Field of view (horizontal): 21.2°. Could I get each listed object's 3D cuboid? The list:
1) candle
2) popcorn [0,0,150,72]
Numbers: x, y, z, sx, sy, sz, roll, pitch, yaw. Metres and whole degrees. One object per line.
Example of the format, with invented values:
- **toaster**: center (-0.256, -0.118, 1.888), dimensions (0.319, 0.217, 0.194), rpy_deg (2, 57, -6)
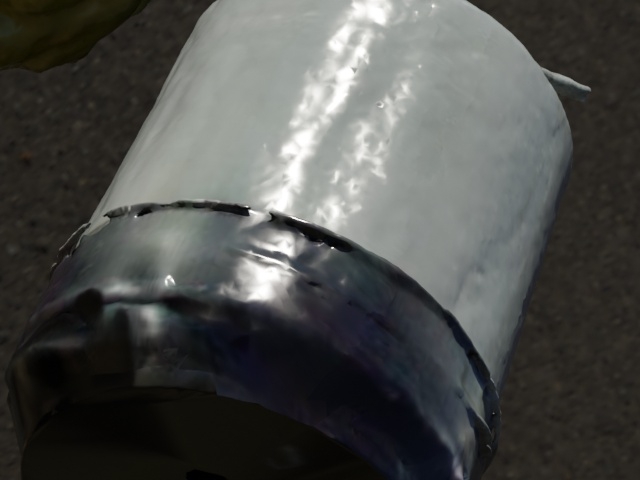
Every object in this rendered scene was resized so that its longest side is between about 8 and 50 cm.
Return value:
- **candle**: center (0.000, 0.000, 0.830), dimensions (0.221, 0.221, 0.342), rpy_deg (39, 48, -21)
- **popcorn**: center (-0.137, -0.143, 0.581), dimensions (0.200, 0.203, 0.226), rpy_deg (13, 54, -40)
